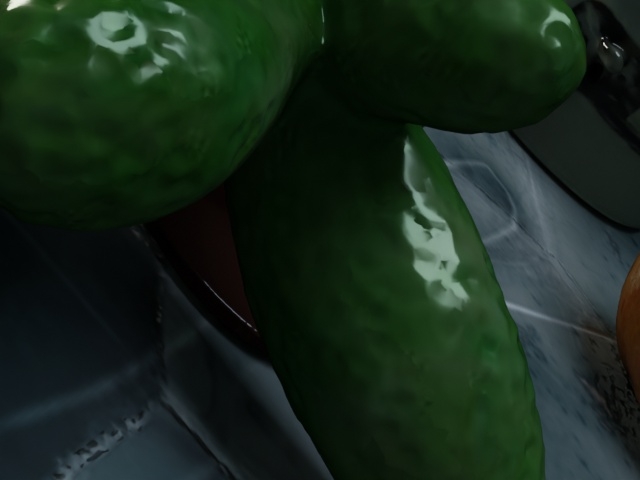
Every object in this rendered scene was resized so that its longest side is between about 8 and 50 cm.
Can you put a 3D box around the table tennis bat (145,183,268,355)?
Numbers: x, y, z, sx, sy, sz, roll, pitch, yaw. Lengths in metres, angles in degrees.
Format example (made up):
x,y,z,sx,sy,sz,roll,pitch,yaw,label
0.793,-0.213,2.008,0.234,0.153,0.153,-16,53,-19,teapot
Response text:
x,y,z,sx,sy,sz,roll,pitch,yaw,label
0.000,0.000,0.804,0.274,0.021,0.154,6,48,-59,table tennis bat

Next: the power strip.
x,y,z,sx,sy,sz,roll,pitch,yaw,label
0.228,-0.179,1.355,0.357,0.161,0.357,41,25,-24,power strip

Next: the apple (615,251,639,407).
x,y,z,sx,sy,sz,roll,pitch,yaw,label
0.310,0.087,1.049,0.261,0.194,0.260,35,27,-21,apple

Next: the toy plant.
x,y,z,sx,sy,sz,roll,pitch,yaw,label
-0.003,-0.083,0.660,0.317,0.211,0.356,47,23,-39,toy plant
